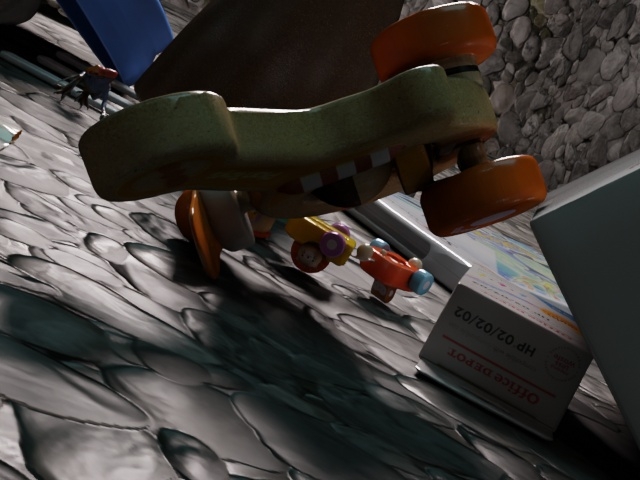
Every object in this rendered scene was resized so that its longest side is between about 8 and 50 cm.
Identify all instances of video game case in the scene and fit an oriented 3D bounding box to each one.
[{"bbox_3d":[0.193,0.031,1.481,0.329,0.036,0.300,21,11,-35],"label":"video game case"}]

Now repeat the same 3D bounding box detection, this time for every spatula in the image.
[{"bbox_3d":[-0.180,-0.125,1.363,0.242,0.019,0.168,28,14,9],"label":"spatula"}]

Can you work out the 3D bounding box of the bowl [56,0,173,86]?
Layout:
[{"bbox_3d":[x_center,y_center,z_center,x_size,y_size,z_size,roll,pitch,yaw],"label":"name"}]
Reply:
[{"bbox_3d":[-0.281,-0.339,1.461,0.391,0.077,0.391,55,-6,8],"label":"bowl"}]

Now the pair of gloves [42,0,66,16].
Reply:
[{"bbox_3d":[-0.413,-0.357,1.923,0.240,0.042,0.204,26,5,-16],"label":"pair of gloves"}]

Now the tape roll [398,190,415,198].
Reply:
[{"bbox_3d":[0.031,-0.123,1.779,0.219,0.072,0.219,27,8,-4],"label":"tape roll"}]

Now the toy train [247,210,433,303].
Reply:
[{"bbox_3d":[0.000,0.000,1.083,0.166,0.046,0.125,35,10,27],"label":"toy train"}]

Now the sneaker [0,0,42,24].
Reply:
[{"bbox_3d":[-0.385,-0.305,1.524,0.282,0.102,0.161,30,6,20],"label":"sneaker"}]

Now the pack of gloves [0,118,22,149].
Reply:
[{"bbox_3d":[-0.305,-0.123,0.884,0.232,0.046,0.195,26,8,-5],"label":"pack of gloves"}]

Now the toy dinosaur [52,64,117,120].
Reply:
[{"bbox_3d":[-0.199,-0.143,1.225,0.047,0.090,0.082,34,-39,-27],"label":"toy dinosaur"}]

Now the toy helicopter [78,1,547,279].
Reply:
[{"bbox_3d":[-0.030,-0.051,0.878,0.355,0.235,0.140,-4,74,-59],"label":"toy helicopter"}]

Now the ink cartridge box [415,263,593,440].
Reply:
[{"bbox_3d":[0.132,0.073,0.979,0.104,0.061,0.181,28,9,7],"label":"ink cartridge box"}]

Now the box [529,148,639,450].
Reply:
[{"bbox_3d":[0.275,0.033,1.011,0.215,0.168,0.345,64,11,0],"label":"box"}]

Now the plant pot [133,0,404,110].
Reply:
[{"bbox_3d":[-0.024,-0.182,1.336,0.215,0.230,0.215,34,13,-9],"label":"plant pot"}]
